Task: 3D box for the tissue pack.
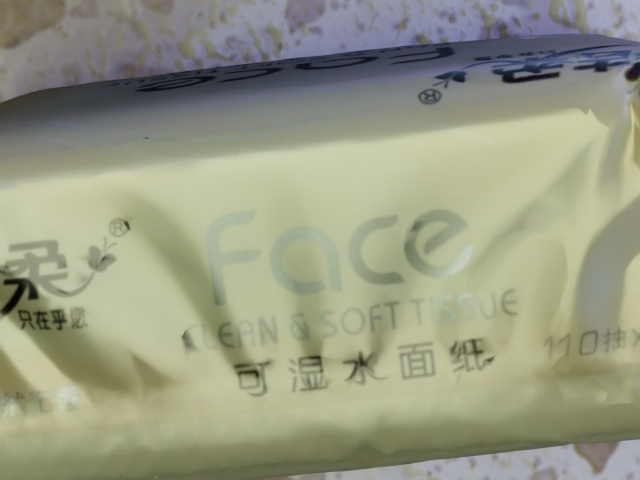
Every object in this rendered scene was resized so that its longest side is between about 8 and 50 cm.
[{"bbox_3d":[0.000,0.000,0.907,0.404,0.332,0.205,-7,101,2],"label":"tissue pack"}]
